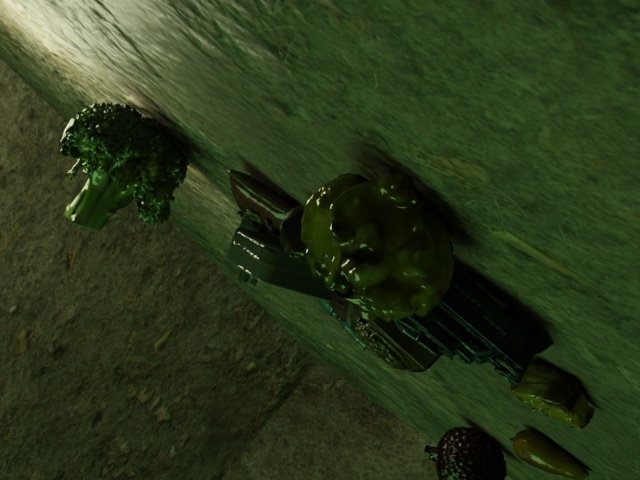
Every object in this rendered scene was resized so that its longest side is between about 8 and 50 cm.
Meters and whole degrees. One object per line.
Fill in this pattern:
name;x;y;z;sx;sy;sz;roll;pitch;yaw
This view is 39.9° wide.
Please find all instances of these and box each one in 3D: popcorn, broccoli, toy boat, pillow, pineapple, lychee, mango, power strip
popcorn;0.070;0.011;1.140;0.218;0.169;0.189;36;170;2
broccoli;-0.441;-0.168;2.009;0.277;0.317;0.338;29;-149;-9
toy boat;0.177;0.099;1.265;0.296;0.122;0.114;37;170;19
pillow;-0.112;-0.062;1.759;0.171;0.075;0.179;36;169;11
pineapple;0.370;0.237;1.364;0.137;0.069;0.116;31;164;0
lychee;0.410;0.624;2.500;0.238;0.200;0.200;15;163;14
mango;0.490;0.467;1.902;0.188;0.066;0.101;24;163;32
power strip;-0.098;0.056;1.865;0.230;0.141;0.261;18;-173;-38
pineapple;0.000;0.000;1.599;0.108;0.108;0.198;36;-179;24

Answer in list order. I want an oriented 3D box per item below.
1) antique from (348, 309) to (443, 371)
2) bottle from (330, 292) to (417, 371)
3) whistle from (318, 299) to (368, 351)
antique;0.143;0.133;1.471;0.152;0.148;0.146;43;168;2
bottle;0.118;0.150;1.722;0.253;0.120;0.120;31;166;45
whistle;0.064;0.155;2.060;0.269;0.093;0.180;44;171;14
